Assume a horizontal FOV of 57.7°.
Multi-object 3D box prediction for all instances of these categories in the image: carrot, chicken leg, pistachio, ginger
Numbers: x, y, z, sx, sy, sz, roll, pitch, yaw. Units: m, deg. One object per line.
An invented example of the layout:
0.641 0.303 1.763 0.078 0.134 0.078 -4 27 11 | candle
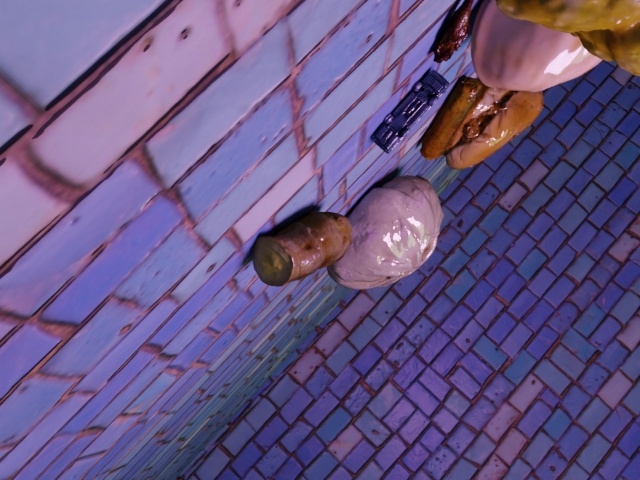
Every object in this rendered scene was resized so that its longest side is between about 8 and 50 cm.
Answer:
0.313 -0.293 1.416 0.070 0.070 0.260 -42 167 -31 | carrot
0.215 -0.337 0.910 0.145 0.037 0.062 117 -4 -59 | chicken leg
0.395 -0.390 0.995 0.308 0.230 0.230 -55 168 22 | pistachio
-0.019 0.005 1.049 0.263 0.117 0.109 -23 113 -57 | ginger

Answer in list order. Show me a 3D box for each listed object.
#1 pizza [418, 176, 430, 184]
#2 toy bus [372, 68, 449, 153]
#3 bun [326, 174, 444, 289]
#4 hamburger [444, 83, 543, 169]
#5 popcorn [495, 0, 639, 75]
0.312 -0.133 2.001 0.182 0.074 0.365 -57 169 0 | pizza
0.164 -0.233 1.063 0.166 0.047 0.065 -47 175 6 | toy bus
0.184 -0.003 1.547 0.365 0.219 0.365 -42 169 -10 | bun
0.462 -0.335 1.622 0.305 0.174 0.284 -35 177 -25 | hamburger
0.411 -0.408 0.737 0.294 0.292 0.334 -23 147 -50 | popcorn
